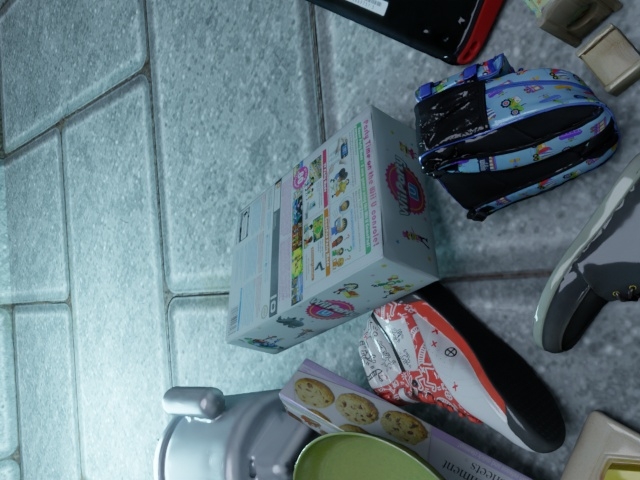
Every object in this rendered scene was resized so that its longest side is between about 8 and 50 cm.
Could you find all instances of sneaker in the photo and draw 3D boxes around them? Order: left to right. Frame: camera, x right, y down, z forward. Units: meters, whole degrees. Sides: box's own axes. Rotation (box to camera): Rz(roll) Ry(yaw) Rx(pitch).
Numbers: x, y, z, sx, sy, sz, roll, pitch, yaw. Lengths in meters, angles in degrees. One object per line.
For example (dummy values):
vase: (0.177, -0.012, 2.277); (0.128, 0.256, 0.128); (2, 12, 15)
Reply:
sneaker: (0.149, 0.168, 0.678); (0.270, 0.090, 0.145); (49, 124, 36)
sneaker: (0.296, 0.037, 0.531); (0.118, 0.083, 0.222); (39, 116, 36)

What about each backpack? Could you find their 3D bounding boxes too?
backpack: (0.199, -0.112, 0.579); (0.173, 0.158, 0.116); (-18, 60, 30)

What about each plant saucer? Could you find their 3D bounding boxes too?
plant saucer: (0.075, 0.317, 0.644); (0.241, 0.037, 0.240); (12, 112, 32)

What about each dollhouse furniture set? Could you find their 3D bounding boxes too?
dollhouse furniture set: (0.274, -0.263, 0.530); (0.161, 0.101, 0.181); (-44, 62, 36)

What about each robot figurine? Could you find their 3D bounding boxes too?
robot figurine: (-0.119, 0.334, 0.867); (0.354, 0.200, 0.299); (-22, 106, 43)

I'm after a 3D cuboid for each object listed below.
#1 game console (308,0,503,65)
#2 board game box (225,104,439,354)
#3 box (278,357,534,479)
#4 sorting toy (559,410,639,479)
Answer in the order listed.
game console: (0.114, -0.446, 0.726); (0.386, 0.060, 0.341); (41, 123, 37)
board game box: (0.000, 0.000, 0.762); (0.303, 0.098, 0.223); (-33, 46, 41)
box: (0.098, 0.246, 0.680); (0.324, 0.067, 0.063); (23, 147, 28)
sorting toy: (0.321, 0.298, 0.544); (0.208, 0.038, 0.192); (29, 111, 41)
